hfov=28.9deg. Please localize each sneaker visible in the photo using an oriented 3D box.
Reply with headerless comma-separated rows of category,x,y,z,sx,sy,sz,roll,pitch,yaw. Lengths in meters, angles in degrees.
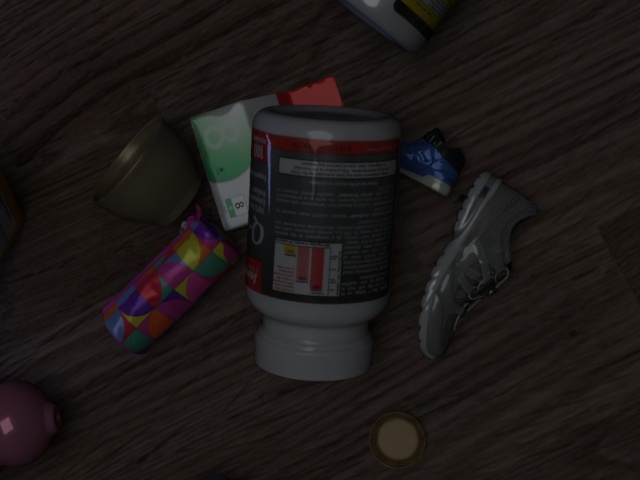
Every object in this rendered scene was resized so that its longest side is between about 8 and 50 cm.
sneaker,0.138,-0.133,1.818,0.152,0.058,0.085,28,88,16
sneaker,0.223,0.046,1.776,0.115,0.105,0.281,24,94,10

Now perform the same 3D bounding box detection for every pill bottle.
pill bottle,0.161,-0.446,1.747,0.188,0.188,0.334,39,96,8
pill bottle,0.000,0.000,1.748,0.210,0.210,0.363,6,102,10

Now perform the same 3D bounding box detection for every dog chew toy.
dog chew toy,-0.560,0.292,1.882,0.331,0.206,0.207,-8,88,2

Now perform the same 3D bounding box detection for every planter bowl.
planter bowl,-0.247,-0.088,1.851,0.109,0.162,0.162,40,98,-19

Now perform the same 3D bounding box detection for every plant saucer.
plant saucer,0.114,0.295,1.842,0.083,0.015,0.083,0,89,11

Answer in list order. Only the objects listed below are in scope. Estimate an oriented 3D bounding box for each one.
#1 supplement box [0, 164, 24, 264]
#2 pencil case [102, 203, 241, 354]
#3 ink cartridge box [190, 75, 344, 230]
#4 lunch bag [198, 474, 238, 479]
supplement box,-0.610,0.037,1.810,0.195,0.194,0.357,16,61,10
pencil case,-0.226,0.061,1.865,0.104,0.104,0.236,43,97,8
ink cartridge box,-0.063,-0.131,1.858,0.224,0.056,0.181,-18,87,11
lunch bag,-0.125,0.461,1.851,0.219,0.090,0.176,30,92,8
